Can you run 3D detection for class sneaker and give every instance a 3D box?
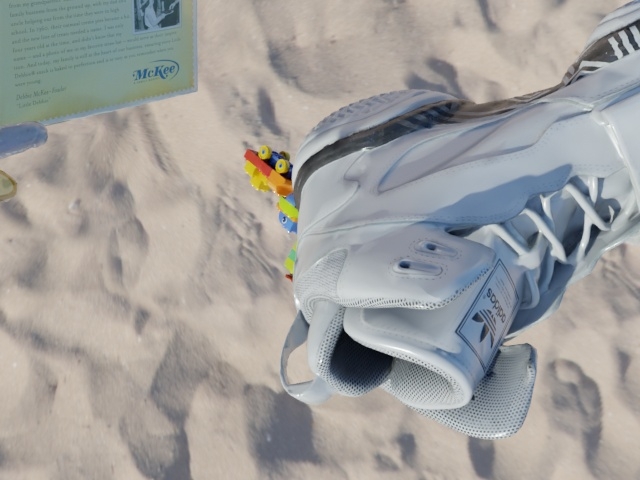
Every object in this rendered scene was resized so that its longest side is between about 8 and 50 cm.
[{"bbox_3d":[0.138,-0.010,0.535,0.366,0.210,0.137,-13,130,24],"label":"sneaker"}]

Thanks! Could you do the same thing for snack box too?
[{"bbox_3d":[-0.236,-0.189,0.776,0.322,0.060,0.187,-22,125,-44],"label":"snack box"}]

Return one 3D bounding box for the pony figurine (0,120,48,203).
[{"bbox_3d":[-0.292,0.025,0.271,0.351,0.363,0.303,-30,79,8],"label":"pony figurine"}]

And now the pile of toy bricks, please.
[{"bbox_3d":[0.000,0.000,0.908,0.118,0.212,0.105,13,110,-44],"label":"pile of toy bricks"}]
